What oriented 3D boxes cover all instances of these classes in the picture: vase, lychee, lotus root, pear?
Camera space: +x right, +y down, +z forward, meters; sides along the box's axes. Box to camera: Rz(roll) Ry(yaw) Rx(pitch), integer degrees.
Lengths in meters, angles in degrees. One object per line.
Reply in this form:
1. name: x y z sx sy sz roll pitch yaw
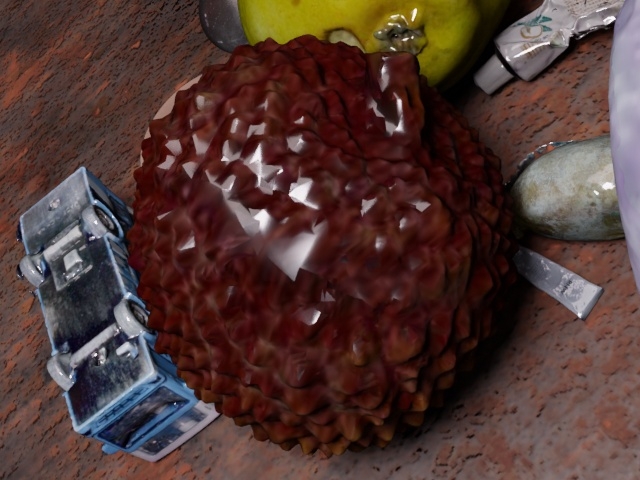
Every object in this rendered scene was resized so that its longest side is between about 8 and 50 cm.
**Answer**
1. vase: -0.101 -0.281 1.176 0.120 0.183 0.120 -19 51 26
2. lychee: 0.000 0.000 0.839 0.330 0.306 0.306 -61 35 35
3. lotus root: 0.204 -0.040 0.868 0.165 0.088 0.088 -11 55 38
4. pear: 0.046 -0.252 1.006 0.269 0.269 0.321 -38 29 8

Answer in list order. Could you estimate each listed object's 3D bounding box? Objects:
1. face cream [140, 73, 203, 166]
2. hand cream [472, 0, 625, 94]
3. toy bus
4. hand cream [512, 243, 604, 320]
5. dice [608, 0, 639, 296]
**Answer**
1. face cream: -0.090 -0.083 1.089 0.149 0.104 0.149 -19 52 25
2. hand cream: 0.250 -0.205 0.973 0.257 0.050 0.084 -26 46 15
3. toy bus: -0.199 0.066 1.050 0.106 0.131 0.297 -37 47 9
4. hand cream: 0.183 0.029 0.881 0.030 0.019 0.093 -51 48 -5
5. dice: 0.336 -0.043 0.642 0.270 0.271 0.270 -11 55 30
